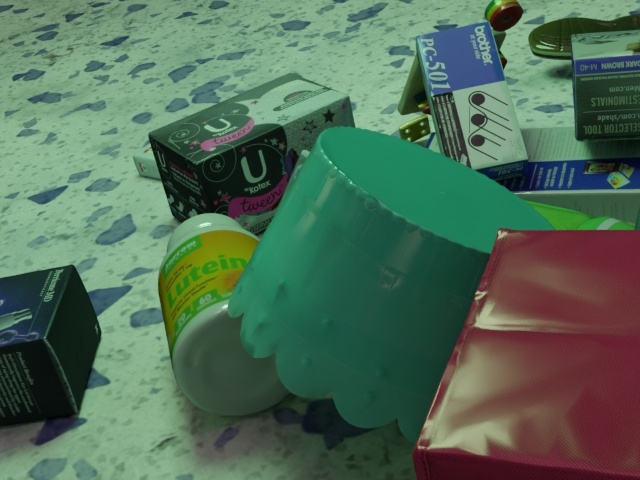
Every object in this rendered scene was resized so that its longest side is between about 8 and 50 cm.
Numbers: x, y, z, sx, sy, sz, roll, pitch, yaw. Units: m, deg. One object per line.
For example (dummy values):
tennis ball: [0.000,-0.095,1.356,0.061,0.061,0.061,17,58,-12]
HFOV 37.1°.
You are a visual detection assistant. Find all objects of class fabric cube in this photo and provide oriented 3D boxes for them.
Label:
fabric cube: [0.236,0.159,0.643,0.258,0.254,0.259,0,33,25]

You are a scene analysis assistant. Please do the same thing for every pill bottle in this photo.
pill bottle: [-0.105,0.067,1.040,0.136,0.136,0.245,-17,30,-7]

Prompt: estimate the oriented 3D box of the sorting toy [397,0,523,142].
sorting toy: [0.186,-0.216,1.324,0.132,0.274,0.046,-14,60,-21]

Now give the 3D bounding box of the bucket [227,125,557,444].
bucket: [0.074,0.030,0.873,0.281,0.183,0.281,21,22,-9]

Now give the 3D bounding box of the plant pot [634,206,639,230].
plant pot: [0.396,0.016,0.831,0.272,0.271,0.255,15,55,39]

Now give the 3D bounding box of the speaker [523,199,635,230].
speaker: [0.194,0.014,1.023,0.297,0.131,0.131,14,40,38]

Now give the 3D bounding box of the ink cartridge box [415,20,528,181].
ink cartridge box: [0.186,-0.169,1.185,0.097,0.046,0.207,-11,65,4]

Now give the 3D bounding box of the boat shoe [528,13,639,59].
boat shoe: [0.445,-0.309,1.517,0.224,0.073,0.080,-5,56,8]

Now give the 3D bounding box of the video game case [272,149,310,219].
video game case: [0.000,0.000,1.105,0.022,0.173,0.190,18,9,-38]

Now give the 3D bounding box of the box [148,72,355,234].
box: [-0.087,-0.118,1.335,0.247,0.142,0.163,-28,33,-23]

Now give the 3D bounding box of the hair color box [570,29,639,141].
hair color box: [0.423,-0.214,1.244,0.185,0.110,0.339,-2,18,14]

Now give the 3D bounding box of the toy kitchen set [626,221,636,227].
toy kitchen set: [0.355,0.005,1.030,0.083,0.068,0.075,14,40,38]

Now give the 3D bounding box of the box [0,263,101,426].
box: [-0.370,0.125,1.075,0.207,0.108,0.153,-12,30,4]

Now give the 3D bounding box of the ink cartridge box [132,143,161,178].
ink cartridge box: [-0.187,-0.143,1.513,0.179,0.045,0.145,9,37,37]

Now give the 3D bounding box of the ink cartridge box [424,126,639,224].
ink cartridge box: [0.305,-0.081,1.198,0.371,0.069,0.175,2,34,20]
